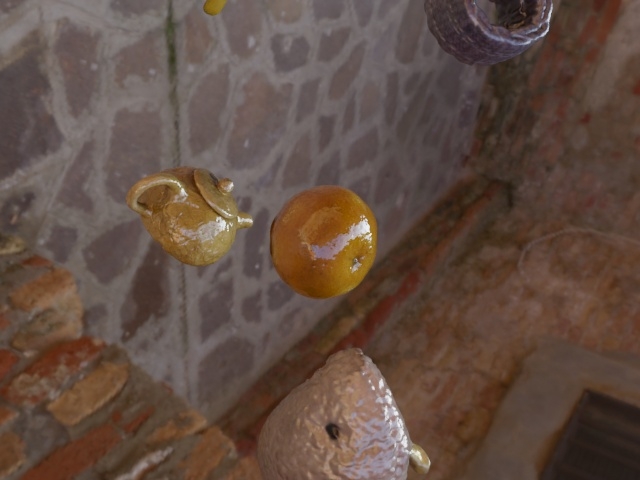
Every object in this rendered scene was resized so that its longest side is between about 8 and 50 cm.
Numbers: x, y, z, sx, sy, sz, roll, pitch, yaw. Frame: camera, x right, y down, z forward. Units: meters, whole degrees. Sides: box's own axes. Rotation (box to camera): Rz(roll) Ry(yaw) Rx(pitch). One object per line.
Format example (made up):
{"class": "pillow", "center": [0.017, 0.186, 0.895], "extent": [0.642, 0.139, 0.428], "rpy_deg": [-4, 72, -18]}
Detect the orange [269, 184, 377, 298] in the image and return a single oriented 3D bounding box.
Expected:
{"class": "orange", "center": [0.000, 0.000, 1.165], "extent": [0.159, 0.136, 0.159], "rpy_deg": [-29, 135, -35]}

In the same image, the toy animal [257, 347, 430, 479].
{"class": "toy animal", "center": [0.015, 0.336, 1.337], "extent": [0.188, 0.226, 0.358], "rpy_deg": [-28, 163, -41]}

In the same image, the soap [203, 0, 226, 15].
{"class": "soap", "center": [-0.169, -0.417, 1.461], "extent": [0.034, 0.012, 0.089], "rpy_deg": [15, 134, -35]}

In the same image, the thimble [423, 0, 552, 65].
{"class": "thimble", "center": [0.214, -0.304, 1.107], "extent": [0.150, 0.150, 0.098], "rpy_deg": [-61, -164, -17]}

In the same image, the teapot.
{"class": "teapot", "center": [-0.239, -0.068, 1.651], "extent": [0.167, 0.203, 0.311], "rpy_deg": [-38, 149, 16]}
